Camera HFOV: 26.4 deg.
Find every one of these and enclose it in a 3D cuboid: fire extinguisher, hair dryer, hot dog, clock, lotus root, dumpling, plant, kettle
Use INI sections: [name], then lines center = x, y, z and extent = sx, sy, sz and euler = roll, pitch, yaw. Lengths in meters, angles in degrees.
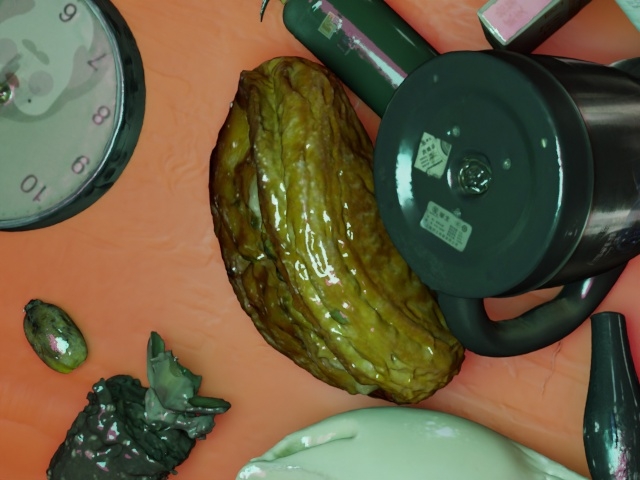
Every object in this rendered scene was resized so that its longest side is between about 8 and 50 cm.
[fire extinguisher]
center = 0.047, -0.203, 1.460
extent = 0.311, 0.095, 0.114
euler = 45, 108, 4
[hair dryer]
center = 0.371, 0.163, 1.359
extent = 0.219, 0.075, 0.195
euler = -5, 71, 17
[hot dog]
center = 0.000, 0.000, 1.403
extent = 0.174, 0.267, 0.387
euler = -26, 90, -22
[clock]
center = -0.359, -0.166, 1.540
extent = 0.319, 0.066, 0.318
euler = 0, 93, 9
[lotus root]
center = -0.304, 0.106, 1.548
extent = 0.054, 0.049, 0.099
euler = -40, 80, 10
[dumpling]
center = 0.102, 0.326, 1.445
extent = 0.395, 0.233, 0.315
euler = -1, 124, -4
[plant]
center = -0.199, 0.208, 1.494
extent = 0.142, 0.131, 0.203
euler = 35, 95, 9
[kettle]
center = 0.234, -0.031, 1.344
extent = 0.228, 0.324, 0.320
euler = 27, 113, 41

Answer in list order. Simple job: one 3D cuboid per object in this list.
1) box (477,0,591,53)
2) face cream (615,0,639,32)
[box]
center = 0.313, -0.316, 1.359
extent = 0.365, 0.204, 0.051
euler = -39, 85, 8
[face cream]
center = 0.355, -0.201, 1.303
extent = 0.082, 0.269, 0.082
euler = -24, 48, 29
